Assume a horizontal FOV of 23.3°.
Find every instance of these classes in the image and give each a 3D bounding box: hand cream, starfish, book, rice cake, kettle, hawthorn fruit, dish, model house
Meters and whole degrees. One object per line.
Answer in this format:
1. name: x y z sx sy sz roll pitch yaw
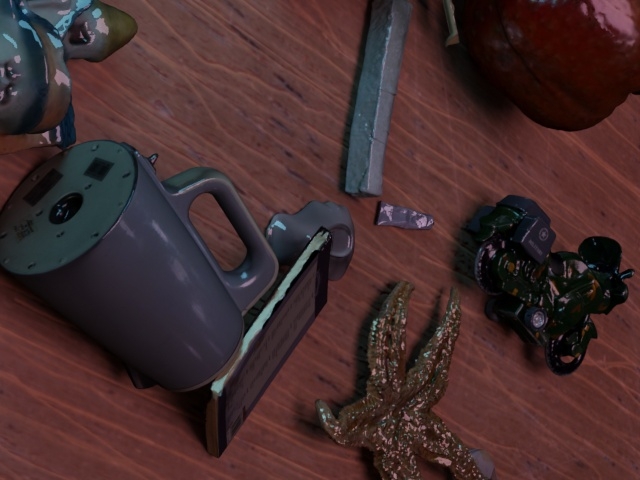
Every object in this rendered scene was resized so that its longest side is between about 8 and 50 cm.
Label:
1. hand cream: 0.101 -0.026 1.871 0.093 0.019 0.030 10 86 -37
2. starfish: 0.108 0.211 1.853 0.299 0.060 0.302 -37 111 -44
3. book: -0.056 0.108 1.655 0.231 0.026 0.157 -55 166 -27
4. rice cake: 0.066 -0.171 1.810 0.045 0.042 0.245 20 78 -55
5. kettle: -0.162 0.017 1.512 0.210 0.160 0.243 -49 132 -10
6. hawthorn fruit: 0.301 -0.264 1.909 0.261 0.258 0.258 11 83 -17
7. dish: 0.000 0.000 1.752 0.137 0.039 0.091 3 89 -46
8. model house: -0.262 -0.184 1.390 0.325 0.194 0.267 -16 102 -47

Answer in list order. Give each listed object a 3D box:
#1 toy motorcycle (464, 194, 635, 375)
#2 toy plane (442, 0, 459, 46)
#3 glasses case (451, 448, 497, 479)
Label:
1. toy motorcycle: 0.296 0.040 1.993 0.275 0.124 0.187 45 71 -36
2. toy plane: 0.135 -0.354 1.773 0.256 0.104 0.242 86 -2 -64
3. glasses case: 0.198 0.344 1.958 0.063 0.041 0.164 -14 101 -43
